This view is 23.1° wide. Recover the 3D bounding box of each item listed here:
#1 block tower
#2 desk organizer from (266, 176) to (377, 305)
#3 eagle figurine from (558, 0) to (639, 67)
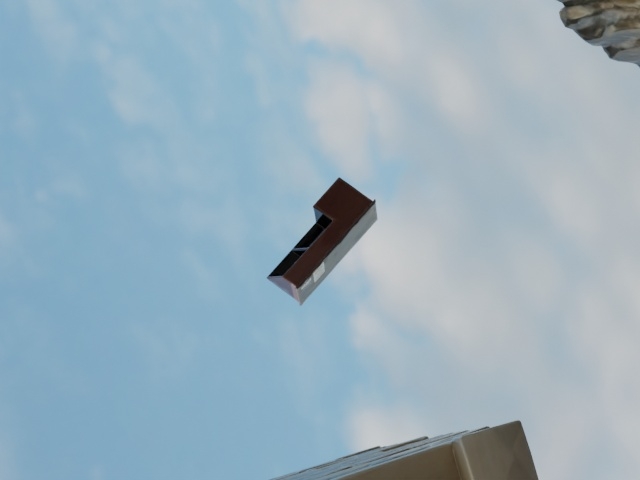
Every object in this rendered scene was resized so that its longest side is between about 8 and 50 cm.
[{"bbox_3d":[0.025,0.157,0.813,0.097,0.335,0.091,-16,-97,-14],"label":"block tower"},{"bbox_3d":[0.000,0.000,1.657,0.130,0.050,0.047,-48,-20,-16],"label":"desk organizer"},{"bbox_3d":[0.258,-0.138,0.639,0.298,0.226,0.225,-22,-124,-33],"label":"eagle figurine"}]
